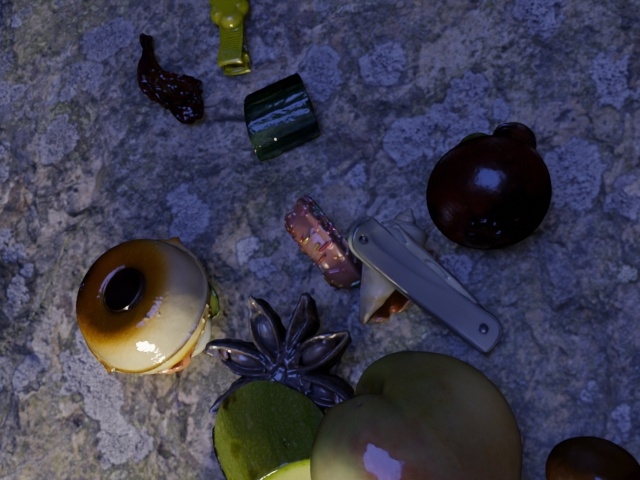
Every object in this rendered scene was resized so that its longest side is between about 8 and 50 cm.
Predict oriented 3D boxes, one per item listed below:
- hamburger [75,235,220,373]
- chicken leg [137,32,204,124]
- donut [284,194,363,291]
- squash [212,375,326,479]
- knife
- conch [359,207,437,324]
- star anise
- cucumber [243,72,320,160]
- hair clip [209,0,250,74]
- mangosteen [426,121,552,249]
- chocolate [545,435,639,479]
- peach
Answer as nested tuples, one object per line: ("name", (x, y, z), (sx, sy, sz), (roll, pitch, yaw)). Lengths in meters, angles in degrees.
("hamburger", (-0.271, 0.101, 1.637), (0.236, 0.147, 0.237), (-11, 61, 21))
("chicken leg", (-0.263, -0.269, 1.795), (0.093, 0.053, 0.205), (-38, 72, -21))
("donut", (0.000, 0.000, 1.597), (0.065, 0.117, 0.166), (-39, 66, -2))
("squash", (-0.081, 0.292, 1.483), (0.192, 0.085, 0.184), (-38, 83, 18))
("knife", (0.151, 0.060, 1.509), (0.265, 0.040, 0.073), (40, 88, -6))
("conch", (0.109, 0.040, 1.564), (0.094, 0.104, 0.176), (1, 76, 37))
("star anise", (-0.044, 0.193, 1.561), (0.223, 0.109, 0.236), (45, 104, 18))
("cucumber", (-0.068, -0.204, 1.709), (0.115, 0.062, 0.117), (-22, 70, 6))
("hair clip", (-0.152, -0.362, 1.788), (0.072, 0.046, 0.173), (-7, 71, 11))
("mangosteen", (0.242, -0.082, 1.527), (0.199, 0.200, 0.200), (-5, 73, 16))
("chocolate", (0.356, 0.320, 1.409), (0.133, 0.127, 0.124), (19, 50, 34))
("peach", (0.132, 0.293, 1.380), (0.247, 0.292, 0.292), (-43, 61, 42))
